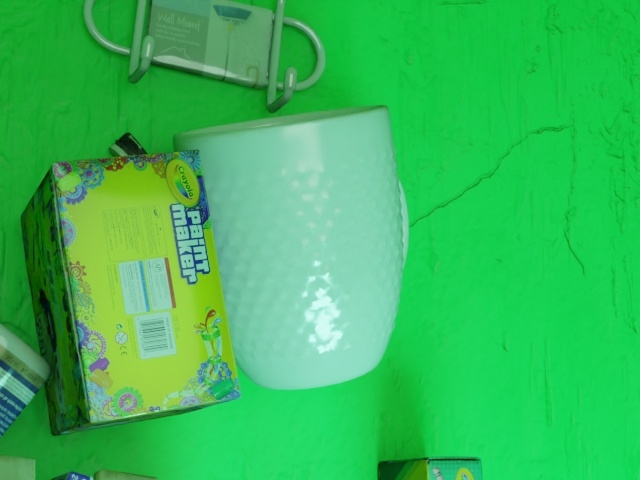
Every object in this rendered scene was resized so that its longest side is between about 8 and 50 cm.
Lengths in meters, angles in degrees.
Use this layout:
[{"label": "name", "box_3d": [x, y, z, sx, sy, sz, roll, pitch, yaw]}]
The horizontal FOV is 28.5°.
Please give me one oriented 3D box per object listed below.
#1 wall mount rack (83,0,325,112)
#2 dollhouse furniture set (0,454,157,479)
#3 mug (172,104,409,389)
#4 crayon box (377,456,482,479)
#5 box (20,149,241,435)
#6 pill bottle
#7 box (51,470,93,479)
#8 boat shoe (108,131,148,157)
[{"label": "wall mount rack", "box_3d": [-0.133, -0.342, 1.715, 0.350, 0.130, 0.304, 10, 75, -19]}, {"label": "dollhouse furniture set", "box_3d": [-0.246, 0.442, 1.343, 0.394, 0.362, 0.256, 13, 48, -26]}, {"label": "mug", "box_3d": [0.000, 0.000, 1.637, 0.374, 0.276, 0.328, -18, 103, -52]}, {"label": "crayon box", "box_3d": [0.145, 0.424, 1.639, 0.081, 0.165, 0.278, 3, 78, -20]}, {"label": "box", "box_3d": [-0.238, 0.071, 1.507, 0.177, 0.279, 0.290, -7, 82, -22]}, {"label": "pill bottle", "box_3d": [-0.450, 0.207, 1.461, 0.153, 0.153, 0.265, 39, 75, -9]}, {"label": "box", "box_3d": [-0.261, 0.335, 1.525, 0.137, 0.126, 0.072, 20, 70, -15]}, {"label": "boat shoe", "box_3d": [-0.224, -0.091, 1.675, 0.125, 0.046, 0.038, 43, 72, 1]}]
